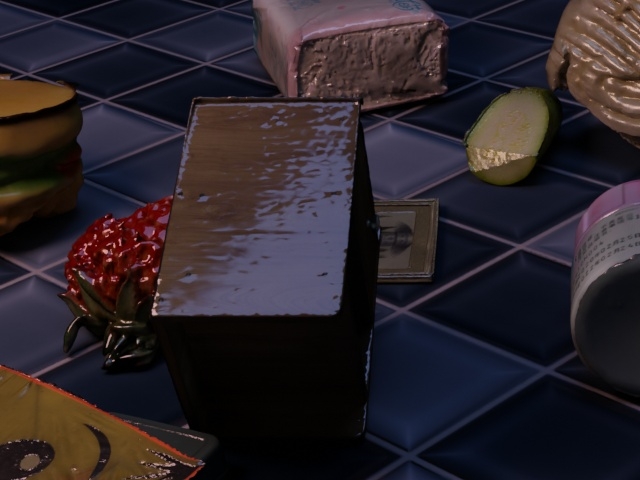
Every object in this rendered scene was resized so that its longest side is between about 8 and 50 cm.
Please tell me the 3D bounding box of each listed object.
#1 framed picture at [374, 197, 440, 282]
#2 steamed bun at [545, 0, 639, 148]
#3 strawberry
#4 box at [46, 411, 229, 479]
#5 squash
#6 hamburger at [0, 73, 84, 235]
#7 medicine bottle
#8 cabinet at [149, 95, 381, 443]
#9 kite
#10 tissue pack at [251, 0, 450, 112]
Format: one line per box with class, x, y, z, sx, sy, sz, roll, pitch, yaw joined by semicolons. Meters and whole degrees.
framed picture;0.000;0.000;1.563;0.231;0.010;0.173;-1;26;6
steamed bun;0.439;-0.241;1.662;0.237;0.346;0.394;-6;-5;-43
strawberry;-0.128;0.004;1.452;0.188;0.106;0.286;12;34;24
box;-0.140;0.170;1.209;0.126;0.031;0.091;10;30;29
squash;0.222;-0.132;1.733;0.090;0.075;0.200;-21;14;30
hamburger;-0.354;-0.079;1.630;0.237;0.149;0.237;1;18;0
medicine bottle;0.271;0.035;1.308;0.135;0.135;0.168;0;27;10
cabinet;-0.030;0.021;1.248;0.148;0.175;0.215;0;52;8
kite;-0.244;0.191;1.161;0.327;0.013;0.377;-11;32;3
tissue pack;0.029;-0.253;1.964;0.201;0.124;0.271;-13;27;-9
